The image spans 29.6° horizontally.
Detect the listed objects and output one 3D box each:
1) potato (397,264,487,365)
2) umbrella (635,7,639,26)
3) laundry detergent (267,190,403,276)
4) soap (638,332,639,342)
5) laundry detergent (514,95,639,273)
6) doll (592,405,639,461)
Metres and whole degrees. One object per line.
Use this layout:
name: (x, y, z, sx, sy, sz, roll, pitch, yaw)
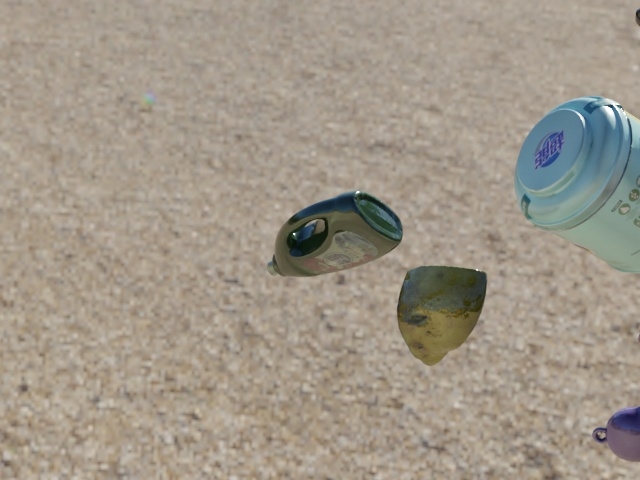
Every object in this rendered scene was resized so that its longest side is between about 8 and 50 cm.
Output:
potato: (0.188, 0.112, 1.886, 0.081, 0.149, 0.120, 16, -20, -38)
umbrella: (0.635, -0.259, 1.888, 0.358, 0.106, 0.113, 40, -7, 21)
laundry detergent: (0.000, 0.000, 1.706, 0.211, 0.063, 0.137, -23, -37, 34)
soap: (0.470, 0.122, 1.359, 0.203, 0.065, 0.122, 27, 18, 18)
laundry detergent: (0.561, -0.119, 2.414, 0.305, 0.287, 0.287, 26, 11, -29)
doll: (0.430, 0.233, 1.454, 0.206, 0.109, 0.067, -3, 17, 19)
